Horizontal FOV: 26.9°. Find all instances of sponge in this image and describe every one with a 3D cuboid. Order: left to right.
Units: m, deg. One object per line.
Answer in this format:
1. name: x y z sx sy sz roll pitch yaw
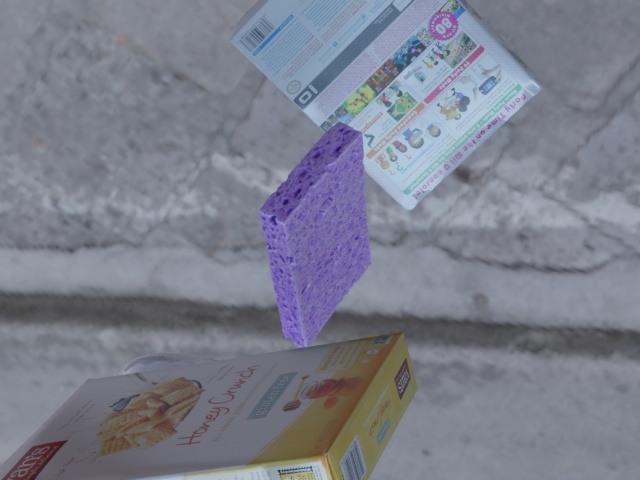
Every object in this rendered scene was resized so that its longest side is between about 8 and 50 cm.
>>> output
1. sponge: 0.000 0.000 1.216 0.031 0.117 0.210 28 152 23

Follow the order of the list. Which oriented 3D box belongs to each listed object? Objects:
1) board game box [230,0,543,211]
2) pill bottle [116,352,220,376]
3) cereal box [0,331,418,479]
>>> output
1. board game box: 0.079 -0.220 1.594 0.224 0.097 0.303 -43 103 14
2. pill bottle: -0.113 0.259 0.990 0.176 0.318 0.176 13 154 6
3. cereal box: -0.075 0.124 0.830 0.240 0.173 0.047 -10 106 21
